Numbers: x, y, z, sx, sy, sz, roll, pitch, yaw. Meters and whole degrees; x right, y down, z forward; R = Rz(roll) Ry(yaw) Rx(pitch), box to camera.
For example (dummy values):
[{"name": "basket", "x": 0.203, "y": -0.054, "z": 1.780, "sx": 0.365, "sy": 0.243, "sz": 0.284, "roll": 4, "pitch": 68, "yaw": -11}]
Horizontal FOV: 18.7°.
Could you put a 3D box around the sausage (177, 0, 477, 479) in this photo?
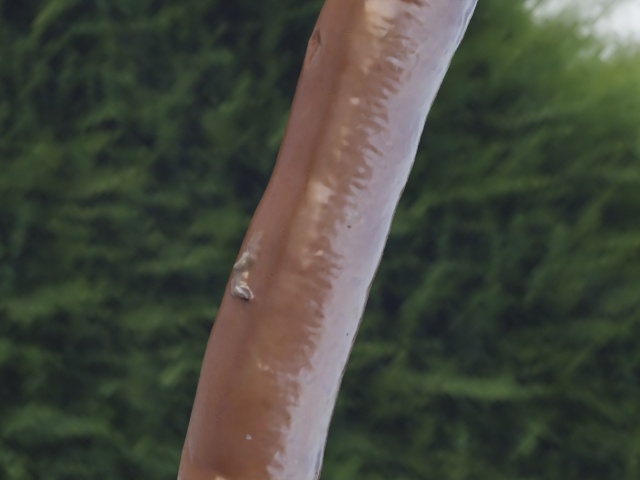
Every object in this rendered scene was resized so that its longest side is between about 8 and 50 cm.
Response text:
[{"name": "sausage", "x": 0.000, "y": 0.000, "z": 1.170, "sx": 0.094, "sy": 0.419, "sz": 0.094, "roll": 18, "pitch": -1, "yaw": -8}]
